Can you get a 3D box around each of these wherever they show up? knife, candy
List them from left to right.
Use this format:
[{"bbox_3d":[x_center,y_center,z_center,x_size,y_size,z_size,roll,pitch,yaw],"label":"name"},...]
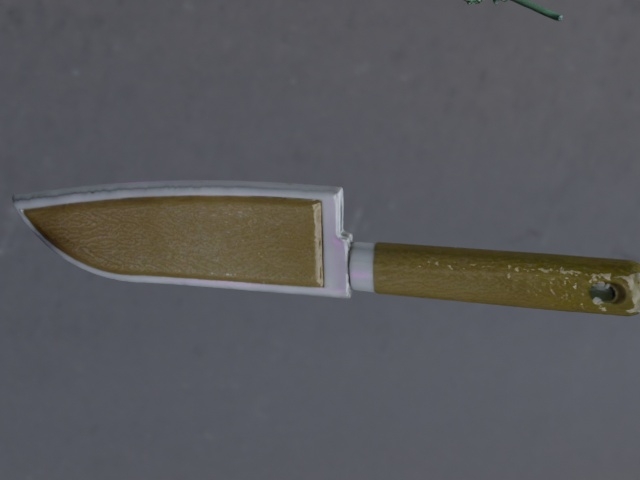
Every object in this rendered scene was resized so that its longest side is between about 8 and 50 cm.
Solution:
[{"bbox_3d":[0.000,0.000,0.722,0.022,0.256,0.046,-58,150,-61],"label":"knife"},{"bbox_3d":[0.089,-0.116,0.878,0.023,0.083,0.025,-7,118,-34],"label":"candy"}]
